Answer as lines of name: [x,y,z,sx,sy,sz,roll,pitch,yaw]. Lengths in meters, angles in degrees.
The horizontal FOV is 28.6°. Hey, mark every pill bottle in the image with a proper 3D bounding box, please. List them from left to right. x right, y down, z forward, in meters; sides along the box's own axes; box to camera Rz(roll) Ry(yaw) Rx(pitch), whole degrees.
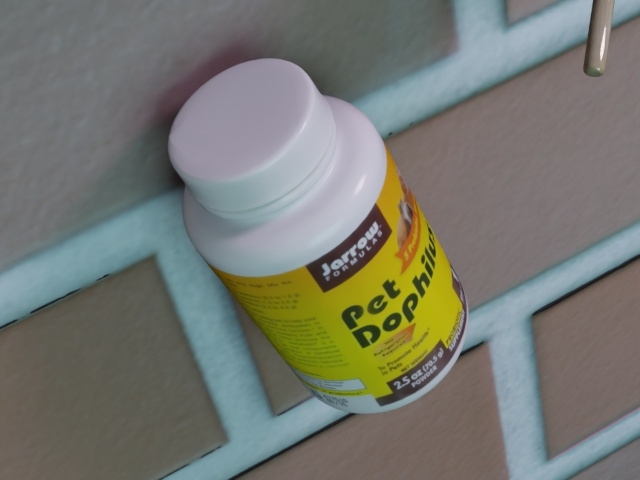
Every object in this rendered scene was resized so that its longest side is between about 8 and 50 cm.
pill bottle: [0.000,0.000,0.707,0.117,0.117,0.215,-37,136,-2]

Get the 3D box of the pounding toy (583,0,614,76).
pounding toy: [0.135,-0.183,0.632,0.130,0.141,0.100,-37,136,-2]
